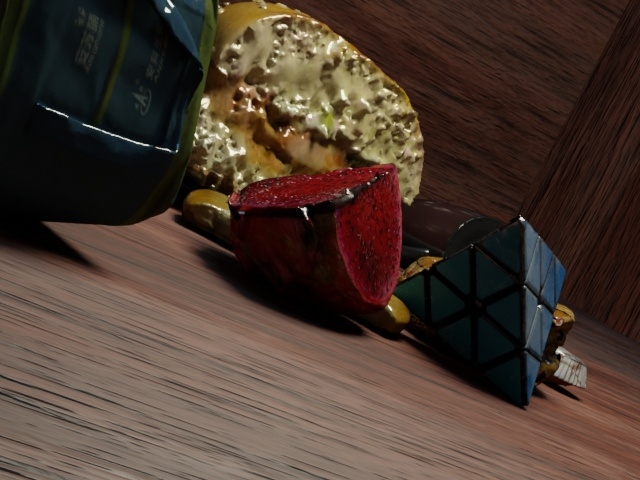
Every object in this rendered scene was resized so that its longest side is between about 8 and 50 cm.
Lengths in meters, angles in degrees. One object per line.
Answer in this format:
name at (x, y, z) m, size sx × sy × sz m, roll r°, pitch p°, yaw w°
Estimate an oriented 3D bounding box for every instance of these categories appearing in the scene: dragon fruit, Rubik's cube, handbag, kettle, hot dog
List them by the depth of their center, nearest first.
handbag at (-0.227, -0.151, 1.144) m, size 0.222 × 0.263 × 0.241 m, roll 14°, pitch -1°, yaw 32°
dragon fruit at (0.000, 0.000, 1.531) m, size 0.189 × 0.163 × 0.262 m, roll 56°, pitch 19°, yaw 2°
Rubik's cube at (0.227, 0.096, 1.645) m, size 0.190 × 0.178 × 0.211 m, roll 2°, pitch -22°, yaw -36°
hot dog at (0.277, 0.145, 1.981) m, size 0.192 × 0.053 × 0.099 m, roll 35°, pitch 9°, yaw 35°
kettle at (0.181, 0.008, 2.518) m, size 0.202 × 0.144 × 0.232 m, roll -12°, pitch 19°, yaw -29°

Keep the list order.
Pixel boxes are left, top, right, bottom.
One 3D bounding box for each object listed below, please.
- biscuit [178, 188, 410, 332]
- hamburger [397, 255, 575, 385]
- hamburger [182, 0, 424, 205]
biscuit at (-0.025, 0.021, 1.690) m, size 0.299 × 0.045 × 0.154 m, roll 29°, pitch 5°, yaw 11°
hamburger at (0.194, 0.092, 1.808) m, size 0.231 × 0.106 × 0.231 m, roll 21°, pitch 11°, yaw -4°
hamburger at (-0.075, -0.155, 1.948) m, size 0.287 × 0.268 × 0.445 m, roll 23°, pitch -3°, yaw 40°
